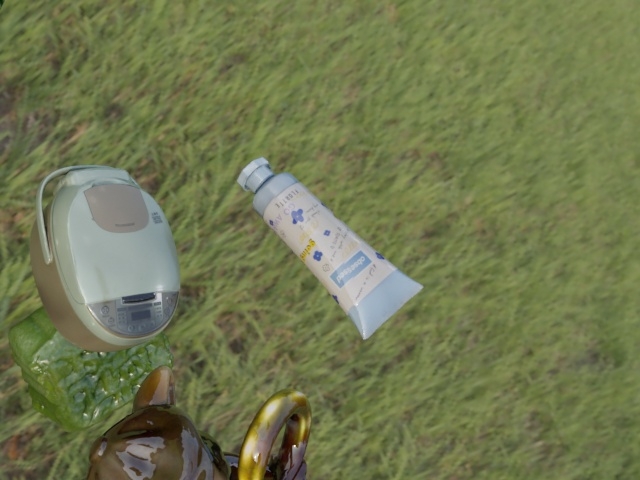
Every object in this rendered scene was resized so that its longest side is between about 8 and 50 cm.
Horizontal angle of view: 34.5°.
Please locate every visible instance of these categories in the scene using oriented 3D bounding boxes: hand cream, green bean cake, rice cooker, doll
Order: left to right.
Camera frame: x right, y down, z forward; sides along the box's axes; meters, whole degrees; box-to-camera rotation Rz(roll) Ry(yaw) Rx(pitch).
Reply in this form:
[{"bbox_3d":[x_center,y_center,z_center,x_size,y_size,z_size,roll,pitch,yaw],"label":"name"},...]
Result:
[{"bbox_3d":[-0.388,0.189,1.750,0.248,0.125,0.222,-34,130,-24],"label":"green bean cake"},{"bbox_3d":[-0.236,0.021,1.114,0.145,0.127,0.206,-6,68,-43],"label":"rice cooker"},{"bbox_3d":[-0.127,0.318,1.153,0.318,0.209,0.340,-42,134,-20],"label":"doll"},{"bbox_3d":[0.000,0.000,0.829,0.170,0.065,0.043,45,-13,15],"label":"hand cream"}]

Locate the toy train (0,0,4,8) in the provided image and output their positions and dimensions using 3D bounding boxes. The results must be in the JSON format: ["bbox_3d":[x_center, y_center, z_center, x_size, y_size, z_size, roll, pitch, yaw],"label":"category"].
[{"bbox_3d":[-0.264,-0.089,0.582,0.119,0.251,0.085,22,13,-19],"label":"toy train"}]
